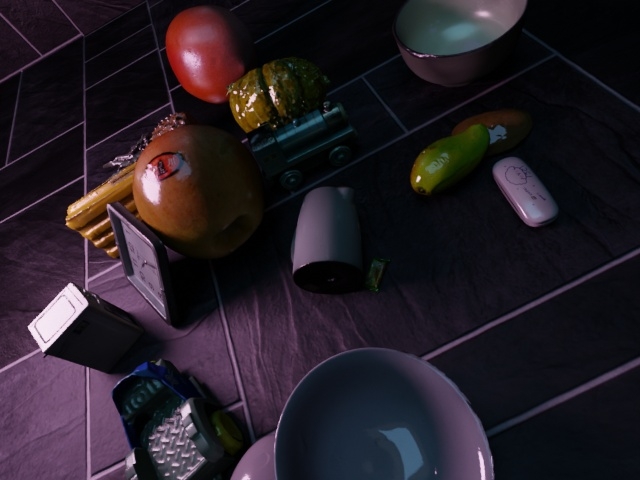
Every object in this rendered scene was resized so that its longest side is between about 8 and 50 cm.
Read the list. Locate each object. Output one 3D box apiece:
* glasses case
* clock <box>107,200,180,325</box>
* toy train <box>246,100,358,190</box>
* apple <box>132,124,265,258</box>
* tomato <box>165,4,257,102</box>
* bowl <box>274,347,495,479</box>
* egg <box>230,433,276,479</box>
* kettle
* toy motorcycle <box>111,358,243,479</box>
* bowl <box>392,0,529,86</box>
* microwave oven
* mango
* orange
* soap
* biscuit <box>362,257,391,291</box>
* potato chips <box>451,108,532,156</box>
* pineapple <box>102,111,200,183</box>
[{"bbox_3d":[0.466,-0.115,0.944,0.076,0.049,0.197,-22,55,8],"label":"glasses case"},{"bbox_3d":[-0.461,0.059,1.088,0.278,0.274,0.049,33,43,33],"label":"clock"},{"bbox_3d":[-0.045,-0.272,1.155,0.297,0.194,0.120,-25,53,4],"label":"toy train"},{"bbox_3d":[-0.308,-0.115,1.075,0.338,0.338,0.305,-30,77,2],"label":"apple"},{"bbox_3d":[-0.365,-0.644,1.434,0.320,0.322,0.322,-10,57,16],"label":"tomato"},{"bbox_3d":[0.096,0.374,0.700,0.344,0.157,0.346,1,53,-1],"label":"bowl"},{"bbox_3d":[-0.084,0.468,0.725,0.175,0.176,0.232,-16,45,12],"label":"egg"},{"bbox_3d":[0.000,0.000,1.006,0.221,0.161,0.237,-31,46,40],"label":"kettle"},{"bbox_3d":[-0.332,0.372,0.869,0.191,0.200,0.326,-42,56,-6],"label":"toy motorcycle"},{"bbox_3d":[0.393,-0.569,1.170,0.353,0.185,0.355,-10,57,16],"label":"bowl"},{"bbox_3d":[-0.597,0.225,1.058,0.129,0.205,0.163,32,74,33],"label":"microwave oven"},{"bbox_3d":[0.318,-0.202,1.019,0.233,0.111,0.125,-44,61,-2],"label":"mango"},{"bbox_3d":[-0.120,-0.421,1.252,0.301,0.224,0.300,-33,23,-29],"label":"orange"},{"bbox_3d":[-0.573,-0.109,1.258,0.324,0.204,0.096,-34,51,-2],"label":"soap"},{"bbox_3d":[0.131,0.078,0.978,0.046,0.016,0.089,12,65,27],"label":"biscuit"},{"bbox_3d":[0.439,-0.288,1.065,0.201,0.049,0.151,-14,51,20],"label":"potato chips"},{"bbox_3d":[-0.576,-0.307,1.414,0.364,0.166,0.166,-24,54,9],"label":"pineapple"}]
